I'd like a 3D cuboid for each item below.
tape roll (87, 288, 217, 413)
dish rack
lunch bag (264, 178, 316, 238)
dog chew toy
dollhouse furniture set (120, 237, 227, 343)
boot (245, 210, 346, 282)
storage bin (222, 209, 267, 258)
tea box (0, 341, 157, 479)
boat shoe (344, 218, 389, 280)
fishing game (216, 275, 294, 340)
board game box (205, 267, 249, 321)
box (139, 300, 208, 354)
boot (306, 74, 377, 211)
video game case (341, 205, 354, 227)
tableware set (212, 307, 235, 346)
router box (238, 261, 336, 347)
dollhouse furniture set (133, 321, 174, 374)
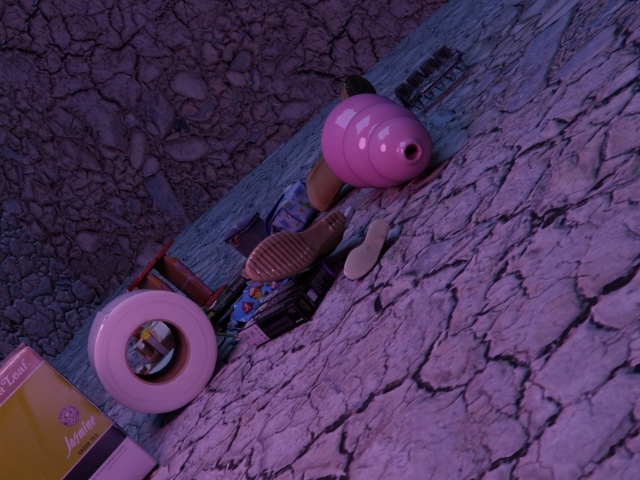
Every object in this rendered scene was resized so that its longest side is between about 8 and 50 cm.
[{"bbox_3d":[-0.348,0.223,1.774,0.246,0.246,0.169,-47,14,-15],"label":"tape roll"},{"bbox_3d":[0.298,-0.427,2.289,0.208,0.074,0.271,-44,14,7],"label":"dish rack"},{"bbox_3d":[-0.079,-0.066,2.249,0.129,0.096,0.151,-57,4,-39],"label":"lunch bag"},{"bbox_3d":[0.126,-0.201,1.805,0.206,0.206,0.332,-45,20,-4],"label":"dog chew toy"},{"bbox_3d":[-0.438,0.170,2.372,0.152,0.201,0.374,-53,9,-35],"label":"dollhouse furniture set"},{"bbox_3d":[-0.062,0.046,1.703,0.248,0.090,0.207,-31,-13,-30],"label":"boot"},{"bbox_3d":[-0.197,-0.006,2.407,0.135,0.091,0.098,-31,18,48],"label":"storage bin"},{"bbox_3d":[-0.539,0.411,1.569,0.329,0.323,0.220,-47,13,-18],"label":"tea box"},{"bbox_3d":[0.083,0.023,1.545,0.133,0.049,0.042,-58,-10,-27],"label":"boat shoe"},{"bbox_3d":[-0.130,0.105,1.872,0.264,0.041,0.189,-49,20,-17],"label":"fishing game"},{"bbox_3d":[-0.224,0.144,2.026,0.260,0.030,0.136,-48,-6,1],"label":"board game box"},{"bbox_3d":[-0.353,0.209,2.152,0.179,0.105,0.043,-38,45,20],"label":"box"},{"bbox_3d":[0.043,-0.242,2.125,0.269,0.089,0.236,126,151,-43],"label":"boot"},{"bbox_3d":[0.000,0.000,1.933,0.157,0.019,0.143,-34,16,34],"label":"video game case"},{"bbox_3d":[-0.215,0.197,1.961,0.168,0.020,0.141,-42,13,0],"label":"tableware set"},{"bbox_3d":[-0.064,0.124,1.656,0.179,0.046,0.133,-31,16,44],"label":"router box"},{"bbox_3d":[-0.357,0.296,2.063,0.144,0.123,0.151,-46,47,-8],"label":"dollhouse furniture set"}]
